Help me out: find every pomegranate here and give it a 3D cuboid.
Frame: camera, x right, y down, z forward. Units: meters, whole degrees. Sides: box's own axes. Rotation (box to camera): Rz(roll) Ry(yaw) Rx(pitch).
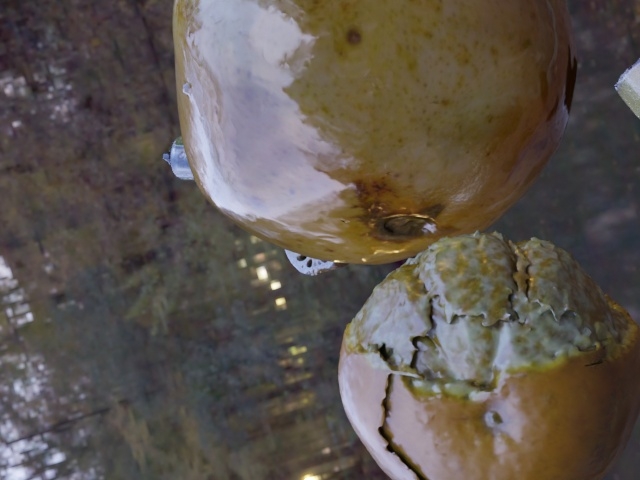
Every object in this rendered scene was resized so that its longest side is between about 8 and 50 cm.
[{"bbox_3d":[0.036,-0.176,1.046,0.416,0.417,0.416,163,90,-87],"label":"pomegranate"}]

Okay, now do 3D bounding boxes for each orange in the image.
[{"bbox_3d":[0.088,0.066,0.558,0.134,0.157,0.156,-85,-21,-79],"label":"orange"}]

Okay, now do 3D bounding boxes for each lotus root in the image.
[{"bbox_3d":[-0.001,-0.003,1.736,0.081,0.122,0.112,-31,-78,-52],"label":"lotus root"}]

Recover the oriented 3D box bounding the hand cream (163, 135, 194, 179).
[{"bbox_3d":[-0.083,-0.099,1.280,0.055,0.235,0.086,33,-119,-61],"label":"hand cream"}]

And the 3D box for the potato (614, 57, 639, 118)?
[{"bbox_3d":[0.482,-0.192,1.366,0.202,0.182,0.117,37,-148,-77],"label":"potato"}]
